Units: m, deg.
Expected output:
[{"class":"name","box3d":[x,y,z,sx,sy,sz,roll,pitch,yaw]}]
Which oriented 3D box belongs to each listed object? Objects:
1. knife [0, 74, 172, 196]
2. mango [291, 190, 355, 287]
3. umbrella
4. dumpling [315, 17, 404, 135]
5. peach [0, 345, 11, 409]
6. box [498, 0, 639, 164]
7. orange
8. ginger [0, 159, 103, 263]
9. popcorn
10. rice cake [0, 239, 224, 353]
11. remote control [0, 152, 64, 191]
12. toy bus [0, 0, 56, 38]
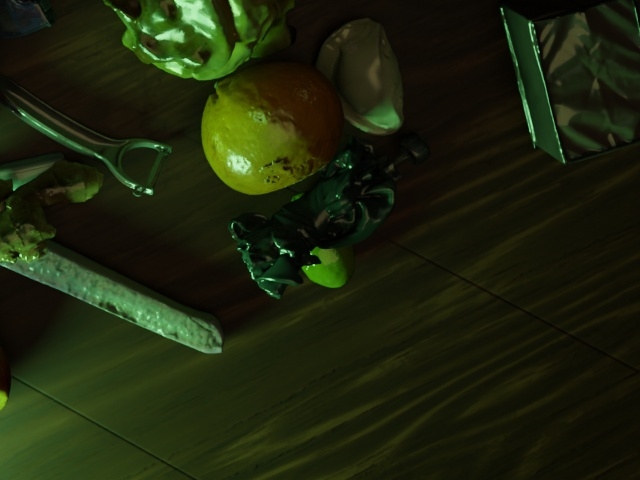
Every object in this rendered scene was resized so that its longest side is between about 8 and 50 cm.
[{"class":"knife","box3d":[-0.363,-0.154,1.914,0.278,0.123,0.053,27,128,-11]},{"class":"mango","box3d":[0.000,0.000,2.045,0.091,0.074,0.165,-23,104,3]},{"class":"umbrella","box3d":[0.024,-0.058,1.973,0.349,0.094,0.143,-35,90,-13]},{"class":"dumpling","box3d":[0.056,-0.241,1.983,0.134,0.099,0.169,-8,131,19]},{"class":"peach","box3d":[-0.555,0.222,1.918,0.190,0.190,0.192,3,86,-14]},{"class":"box","box3d":[0.409,-0.267,2.027,0.188,0.153,0.252,-17,110,-7]},{"class":"orange","box3d":[-0.071,-0.168,1.905,0.219,0.219,0.193,-35,112,-2]},{"class":"ginger","box3d":[-0.413,-0.039,1.897,0.214,0.059,0.133,-18,73,-17]},{"class":"popcorn","box3d":[-0.181,-0.346,1.818,0.293,0.237,0.293,15,135,15]},{"class":"rice cake","box3d":[-0.320,0.078,1.995,0.399,0.070,0.064,26,94,-19]},{"class":"remote control","box3d":[-0.459,-0.086,1.936,0.162,0.029,0.061,-15,106,-11]},{"class":"toy bus","box3d":[-0.463,-0.398,1.827,0.094,0.079,0.236,-23,110,11]}]
